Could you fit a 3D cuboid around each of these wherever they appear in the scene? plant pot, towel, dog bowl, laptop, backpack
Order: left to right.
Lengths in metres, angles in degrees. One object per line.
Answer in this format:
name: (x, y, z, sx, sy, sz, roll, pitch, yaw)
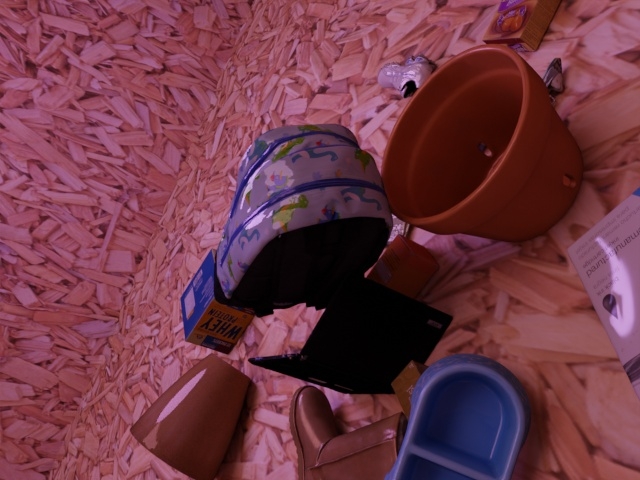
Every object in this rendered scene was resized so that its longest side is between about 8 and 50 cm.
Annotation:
plant pot: (-0.293, 0.414, 1.467, 0.254, 0.237, 0.237, -58, 27, -13)
backpack: (-0.027, -0.022, 0.968, 0.355, 0.290, 0.274, 141, 125, -75)
laptop: (0.047, 0.175, 1.042, 0.264, 0.234, 0.137, -20, 51, 53)
towel: (0.140, -0.037, 1.258, 0.148, 0.027, 0.110, -11, 59, 56)
dog bowl: (0.179, 0.297, 0.801, 0.165, 0.074, 0.297, 18, 82, 16)
plant pot: (0.265, -0.125, 0.936, 0.291, 0.203, 0.291, -38, 40, 41)

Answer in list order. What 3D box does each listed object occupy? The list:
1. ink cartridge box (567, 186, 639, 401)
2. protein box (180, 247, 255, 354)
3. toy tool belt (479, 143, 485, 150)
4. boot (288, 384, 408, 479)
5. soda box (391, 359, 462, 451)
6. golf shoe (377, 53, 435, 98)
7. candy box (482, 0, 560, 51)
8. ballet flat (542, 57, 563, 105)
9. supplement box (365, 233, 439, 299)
ink cartridge box: (0.417, 0.071, 0.592, 0.223, 0.129, 0.308, -52, 31, 38)
protein box: (-0.286, 0.171, 1.696, 0.200, 0.136, 0.201, -55, 31, 18)
toy tool belt: (0.278, -0.182, 1.111, 0.083, 0.051, 0.052, -57, 30, 16)
boot: (0.060, 0.344, 1.052, 0.269, 0.089, 0.236, -36, 55, 44)
soda box: (0.176, 0.277, 0.933, 0.061, 0.058, 0.181, -53, 31, 21)
golf shoe: (0.187, -0.370, 1.392, 0.176, 0.069, 0.086, -2, 73, 60)
candy box: (0.392, -0.449, 1.121, 0.187, 0.053, 0.109, -63, 28, 2)
ballet flat: (0.384, -0.250, 1.010, 0.114, 0.041, 0.041, -60, 29, 10)
supplement box: (0.118, 0.107, 1.136, 0.233, 0.078, 0.080, -56, 30, 16)
